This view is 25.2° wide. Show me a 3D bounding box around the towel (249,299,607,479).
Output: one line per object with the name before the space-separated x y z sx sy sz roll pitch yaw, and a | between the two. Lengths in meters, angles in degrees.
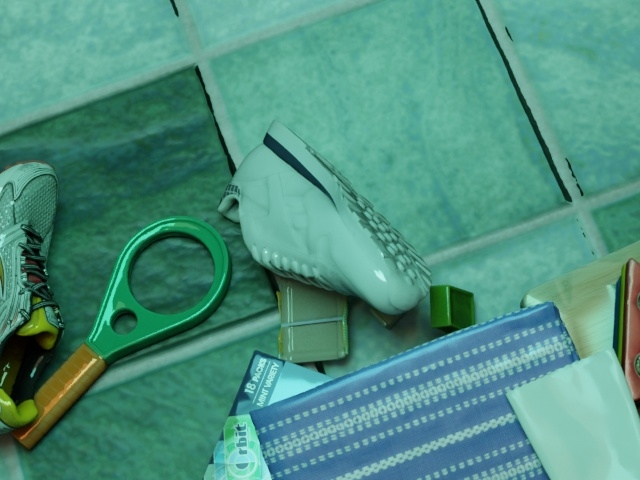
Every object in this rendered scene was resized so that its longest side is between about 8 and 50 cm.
towel | 0.119 0.236 1.016 0.243 0.040 0.336 -21 84 0

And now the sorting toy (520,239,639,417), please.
sorting toy | 0.319 0.094 1.044 0.257 0.089 0.255 -24 74 -5

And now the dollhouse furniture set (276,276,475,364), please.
dollhouse furniture set | 0.042 0.058 1.140 0.152 0.058 0.076 -8 75 24

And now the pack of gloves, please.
pack of gloves | 0.259 0.166 0.954 0.195 0.046 0.232 -23 74 1

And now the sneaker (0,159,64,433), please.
sneaker | -0.238 0.047 1.133 0.093 0.088 0.225 3 77 28

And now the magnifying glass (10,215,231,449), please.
magnifying glass | -0.164 0.075 1.157 0.092 0.026 0.231 39 76 18

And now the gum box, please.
gum box | 0.008 0.187 1.084 0.184 0.041 0.157 18 73 11

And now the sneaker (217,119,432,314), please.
sneaker | 0.000 0.000 1.106 0.095 0.090 0.235 -46 40 4
